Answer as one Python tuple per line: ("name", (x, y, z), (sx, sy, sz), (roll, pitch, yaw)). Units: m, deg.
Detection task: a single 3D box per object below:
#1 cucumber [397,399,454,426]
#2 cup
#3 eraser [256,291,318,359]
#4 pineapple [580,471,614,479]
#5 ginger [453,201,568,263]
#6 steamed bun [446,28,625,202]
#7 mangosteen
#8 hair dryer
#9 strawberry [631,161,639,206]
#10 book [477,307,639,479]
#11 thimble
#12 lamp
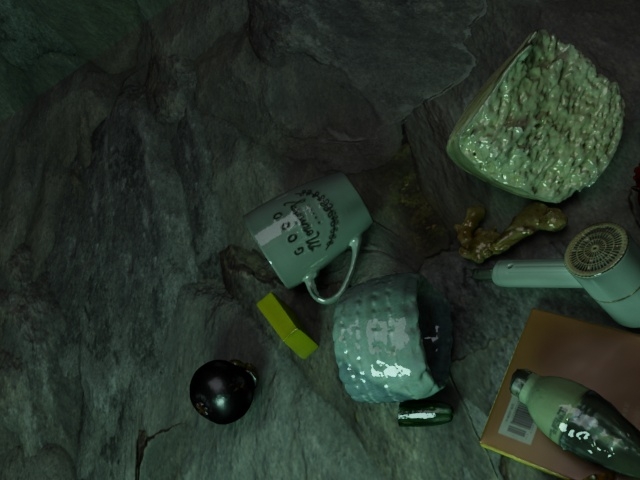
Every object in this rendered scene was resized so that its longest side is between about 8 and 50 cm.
("cucumber", (0.185, 0.301, 1.239), (0.105, 0.048, 0.048), (-7, 56, 24))
("cup", (0.000, 0.000, 1.493), (0.234, 0.186, 0.258), (-30, 78, -1))
("eraser", (-0.067, 0.173, 1.444), (0.045, 0.097, 0.122), (-41, 49, 0))
("pineapple", (0.332, 0.445, 0.991), (0.250, 0.140, 0.164), (-32, 56, 14))
("ginger", (0.354, -0.017, 1.355), (0.176, 0.052, 0.193), (-50, 41, -9))
("steamed bun", (0.411, -0.209, 1.347), (0.272, 0.273, 0.290), (41, 87, -1))
("mangosteen", (-0.188, 0.294, 1.426), (0.137, 0.137, 0.151), (10, 31, 35))
("hair dryer", (0.402, 0.062, 1.232), (0.357, 0.173, 0.107), (-2, 53, 52))
("strawberry", (0.625, -0.118, 1.188), (0.184, 0.186, 0.201), (-23, 17, 46))
("book", (0.465, 0.266, 1.107), (0.374, 0.028, 0.262), (14, 67, 37))
("thimble", (0.133, 0.166, 1.255), (0.172, 0.204, 0.250), (-13, 36, 24))
("lamp", (0.395, 0.273, 1.068), (0.250, 0.101, 0.101), (30, 78, 36))
